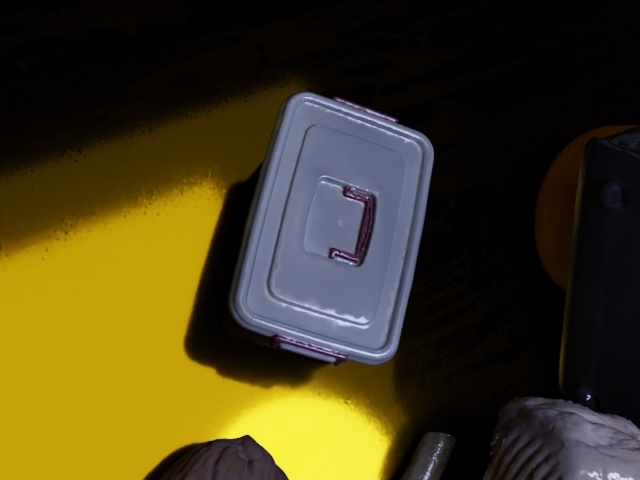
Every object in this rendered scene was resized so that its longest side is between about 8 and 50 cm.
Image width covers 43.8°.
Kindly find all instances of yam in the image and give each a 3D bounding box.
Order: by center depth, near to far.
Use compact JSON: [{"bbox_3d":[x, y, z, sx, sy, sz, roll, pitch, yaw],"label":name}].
[{"bbox_3d":[0.125,0.271,0.949,0.043,0.043,0.094,34,66,-7],"label":"yam"}]

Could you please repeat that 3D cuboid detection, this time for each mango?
[{"bbox_3d":[0.382,-0.052,1.076,0.175,0.139,0.254,43,72,5],"label":"mango"}]

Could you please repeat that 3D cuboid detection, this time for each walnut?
[{"bbox_3d":[-0.100,0.306,0.802,0.178,0.178,0.230,19,58,-12],"label":"walnut"}]

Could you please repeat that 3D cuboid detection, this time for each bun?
[{"bbox_3d":[0.278,0.315,0.853,0.204,0.281,0.281,10,72,-25],"label":"bun"}]

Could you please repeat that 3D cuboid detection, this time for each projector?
[{"bbox_3d":[0.473,0.098,0.846,0.242,0.405,0.395,-15,120,-23],"label":"projector"}]

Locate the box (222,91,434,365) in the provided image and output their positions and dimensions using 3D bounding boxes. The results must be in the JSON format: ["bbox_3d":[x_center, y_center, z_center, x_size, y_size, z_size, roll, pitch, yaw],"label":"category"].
[{"bbox_3d":[0.000,0.000,0.917,0.193,0.167,0.294,18,70,-11],"label":"box"}]
